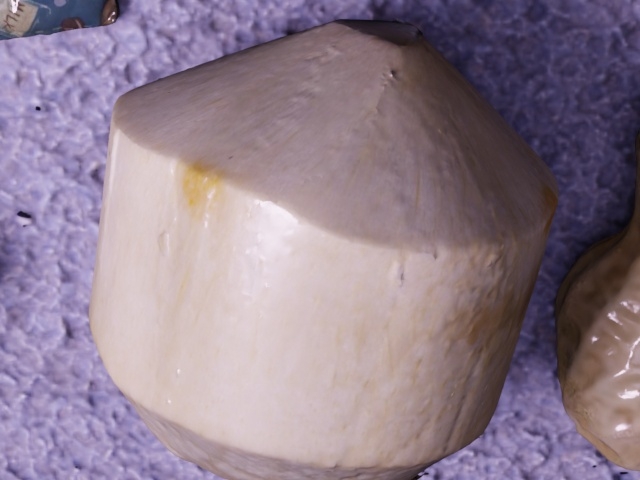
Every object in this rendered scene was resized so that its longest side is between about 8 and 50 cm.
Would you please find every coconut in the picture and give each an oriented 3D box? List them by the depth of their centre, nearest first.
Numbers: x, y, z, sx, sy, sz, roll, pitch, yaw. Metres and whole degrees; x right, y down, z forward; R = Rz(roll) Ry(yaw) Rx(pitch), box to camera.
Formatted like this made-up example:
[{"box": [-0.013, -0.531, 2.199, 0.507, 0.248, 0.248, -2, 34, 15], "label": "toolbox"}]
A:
[{"box": [0.000, 0.000, 1.091, 0.323, 0.323, 0.323, 0, 111, -1], "label": "coconut"}]

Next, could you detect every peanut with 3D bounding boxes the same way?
[{"box": [0.248, 0.019, 1.191, 0.136, 0.120, 0.298, 22, 107, 12], "label": "peanut"}]

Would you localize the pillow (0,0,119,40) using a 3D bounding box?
[{"box": [-0.274, -0.215, 1.132, 0.255, 0.034, 0.189, -10, 111, 2], "label": "pillow"}]
